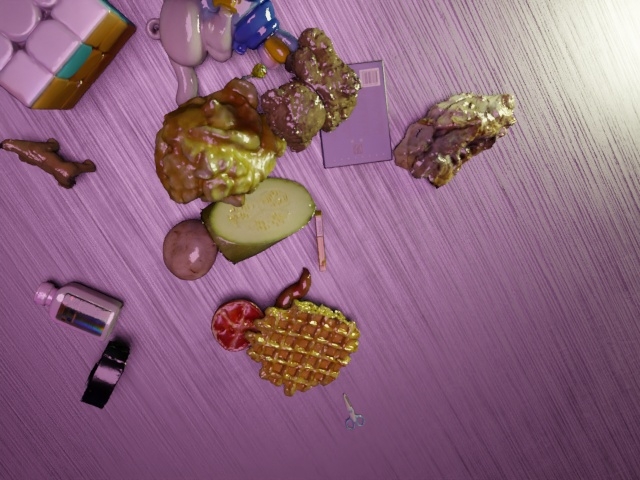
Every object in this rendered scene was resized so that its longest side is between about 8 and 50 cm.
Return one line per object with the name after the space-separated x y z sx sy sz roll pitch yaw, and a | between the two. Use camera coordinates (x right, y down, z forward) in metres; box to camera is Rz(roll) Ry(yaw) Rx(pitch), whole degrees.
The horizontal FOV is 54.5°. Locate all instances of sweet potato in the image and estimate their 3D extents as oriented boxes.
-0.089 0.168 1.745 0.202 0.055 0.058 -54 142 6 | sweet potato

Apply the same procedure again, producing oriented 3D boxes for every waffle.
-0.048 0.289 1.742 0.307 0.060 0.311 -35 117 -1 | waffle

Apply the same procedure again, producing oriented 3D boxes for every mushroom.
-0.342 0.024 1.654 0.166 0.127 0.166 -7 77 34 | mushroom

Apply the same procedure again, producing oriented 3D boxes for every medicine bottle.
-0.664 0.182 1.693 0.219 0.078 0.115 25 100 -9 | medicine bottle

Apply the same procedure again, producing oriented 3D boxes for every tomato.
-0.232 0.228 1.738 0.156 0.069 0.155 -4 107 -12 | tomato

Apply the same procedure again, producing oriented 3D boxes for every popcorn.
-0.259 -0.224 1.540 0.279 0.335 0.274 -9 119 29 | popcorn

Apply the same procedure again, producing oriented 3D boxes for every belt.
-0.591 0.370 1.704 0.078 0.151 0.198 25 108 -13 | belt

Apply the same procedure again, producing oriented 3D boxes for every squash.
-0.158 -0.073 1.623 0.261 0.189 0.189 -30 102 7 | squash

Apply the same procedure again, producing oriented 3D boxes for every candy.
-0.199 -0.428 1.627 0.123 0.035 0.035 -20 59 10 | candy

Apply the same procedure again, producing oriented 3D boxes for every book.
0.087 -0.337 1.668 0.191 0.025 0.269 -8 102 -2 | book

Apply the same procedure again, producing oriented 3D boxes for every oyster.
0.368 -0.286 1.660 0.355 0.107 0.201 -40 105 4 | oyster

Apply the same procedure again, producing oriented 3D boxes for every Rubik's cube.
-0.653 -0.501 1.440 0.290 0.291 0.291 41 95 -10 | Rubik's cube

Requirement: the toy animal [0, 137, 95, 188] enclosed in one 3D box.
-0.706 -0.206 1.596 0.219 0.101 0.103 34 99 -10 | toy animal

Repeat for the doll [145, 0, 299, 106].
-0.251 -0.549 1.533 0.366 0.187 0.375 -10 127 7 | doll

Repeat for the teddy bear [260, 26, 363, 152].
-0.024 -0.344 1.517 0.256 0.156 0.267 -39 128 -8 | teddy bear

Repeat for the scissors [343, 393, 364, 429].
0.089 0.511 1.851 0.058 0.014 0.119 -22 106 0 | scissors

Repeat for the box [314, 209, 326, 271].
0.000 0.000 1.699 0.023 0.087 0.155 -5 102 -2 | box
